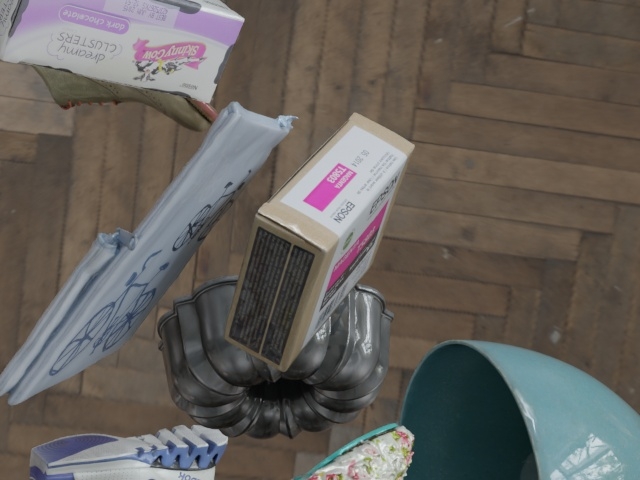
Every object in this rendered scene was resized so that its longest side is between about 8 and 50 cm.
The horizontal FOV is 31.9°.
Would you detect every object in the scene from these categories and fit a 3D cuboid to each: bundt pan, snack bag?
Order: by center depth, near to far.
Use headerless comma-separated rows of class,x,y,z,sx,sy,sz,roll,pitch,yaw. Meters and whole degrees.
snack bag,-0.158,-0.001,1.098,0.037,0.323,0.343,39,97,4
bundt pan,-0.057,0.172,1.514,0.330,0.331,0.124,-3,56,-5

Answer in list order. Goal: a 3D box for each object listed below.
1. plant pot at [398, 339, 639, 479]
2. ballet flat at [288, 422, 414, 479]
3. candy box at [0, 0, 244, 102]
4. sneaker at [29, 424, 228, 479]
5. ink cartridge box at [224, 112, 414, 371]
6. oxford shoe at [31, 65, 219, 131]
plant pot,0.224,0.241,1.115,0.195,0.290,0.290,0,98,-22
ballet flat,-0.013,0.211,0.805,0.241,0.091,0.077,-20,57,-32
candy box,-0.175,-0.182,0.786,0.164,0.196,0.070,7,118,-44
sneaker,-0.298,0.406,1.791,0.315,0.127,0.182,0,97,-26
ink cartridge box,0.000,0.000,1.240,0.088,0.235,0.193,29,133,12
oxford shoe,-0.309,-0.230,1.576,0.348,0.123,0.130,30,91,-3
